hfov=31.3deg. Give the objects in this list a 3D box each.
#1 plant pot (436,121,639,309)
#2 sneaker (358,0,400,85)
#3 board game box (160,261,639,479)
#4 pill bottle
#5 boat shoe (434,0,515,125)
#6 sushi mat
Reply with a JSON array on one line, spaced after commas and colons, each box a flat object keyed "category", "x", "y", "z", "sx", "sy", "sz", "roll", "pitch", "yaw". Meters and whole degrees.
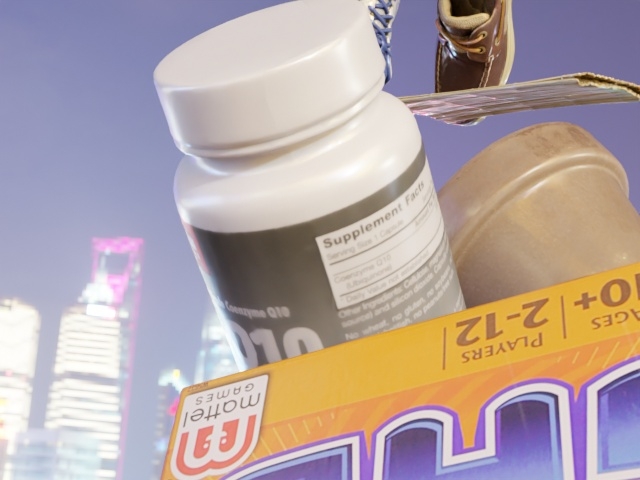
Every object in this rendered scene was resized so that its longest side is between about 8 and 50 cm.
[{"category": "plant pot", "x": 0.245, "y": 0.051, "z": 1.109, "sx": 0.263, "sy": 0.229, "sz": 0.263, "roll": -24, "pitch": -41, "yaw": -22}, {"category": "sneaker", "x": 0.068, "y": -0.279, "z": 1.603, "sx": 0.112, "sy": 0.296, "sz": 0.131, "roll": 8, "pitch": 22, "yaw": -40}, {"category": "board game box", "x": 0.142, "y": 0.269, "z": 0.536, "sx": 0.356, "sy": 0.356, "sz": 0.356, "roll": -18, "pitch": -52, "yaw": 22}, {"category": "pill bottle", "x": 0.000, "y": 0.000, "z": 0.744, "sx": 0.161, "sy": 0.161, "sz": 0.283, "roll": -5, "pitch": -61, "yaw": 26}, {"category": "boat shoe", "x": 0.203, "y": -0.313, "z": 1.578, "sx": 0.123, "sy": 0.342, "sz": 0.123, "roll": 30, "pitch": 34, "yaw": 28}, {"category": "sushi mat", "x": 0.233, "y": -0.174, "z": 1.405, "sx": 0.151, "sy": 0.019, "sz": 0.317, "roll": 5, "pitch": -3, "yaw": -41}]
